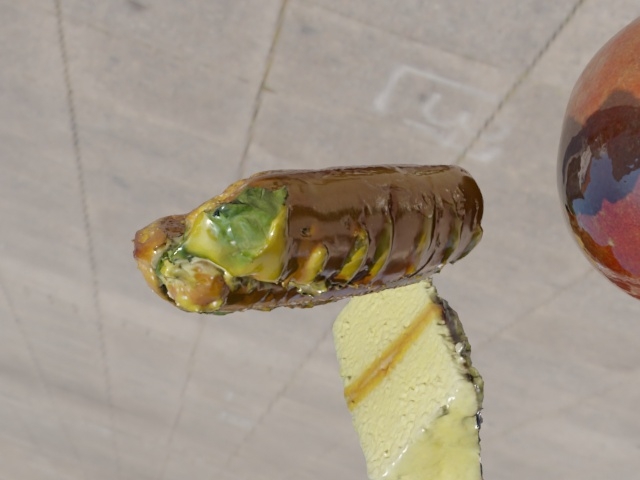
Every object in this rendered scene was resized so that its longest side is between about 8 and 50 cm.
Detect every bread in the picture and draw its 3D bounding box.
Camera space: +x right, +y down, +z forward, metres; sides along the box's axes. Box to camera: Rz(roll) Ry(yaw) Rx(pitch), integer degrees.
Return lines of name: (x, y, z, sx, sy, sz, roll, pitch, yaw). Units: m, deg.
bread: (0.093, 0.145, 1.345, 0.141, 0.266, 0.178, -21, 121, 6)

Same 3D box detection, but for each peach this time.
peach: (0.305, -0.068, 1.096, 0.252, 0.252, 0.252, 18, 165, 5)

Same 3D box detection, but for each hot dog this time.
hot dog: (0.000, 0.000, 0.781, 0.115, 0.072, 0.269, -18, 174, 39)
